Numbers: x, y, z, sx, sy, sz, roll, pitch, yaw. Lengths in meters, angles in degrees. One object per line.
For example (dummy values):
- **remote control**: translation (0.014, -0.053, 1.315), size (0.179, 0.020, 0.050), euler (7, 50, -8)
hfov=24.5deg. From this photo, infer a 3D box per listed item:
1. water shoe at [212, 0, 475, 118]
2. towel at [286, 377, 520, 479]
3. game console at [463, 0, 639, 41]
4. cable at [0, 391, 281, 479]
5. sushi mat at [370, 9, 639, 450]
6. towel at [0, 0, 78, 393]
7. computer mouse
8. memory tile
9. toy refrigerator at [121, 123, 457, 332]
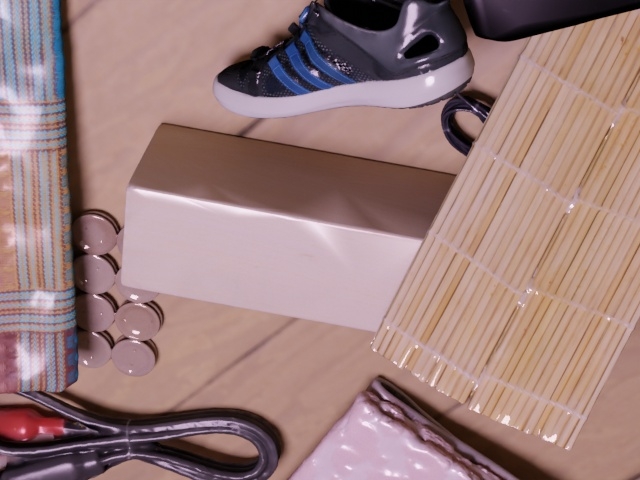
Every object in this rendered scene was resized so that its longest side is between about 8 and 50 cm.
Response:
- **water shoe**: translation (0.010, -0.132, 0.986), size (0.203, 0.073, 0.080), euler (-1, 116, 34)
- **towel**: translation (0.090, 0.311, 1.240), size (0.332, 0.053, 0.317), euler (36, 121, 1)
- **game console**: translation (0.147, -0.307, 0.874), size (0.213, 0.044, 0.361), euler (-13, 111, 15)
- **cable**: translation (-0.181, 0.164, 1.238), size (0.287, 0.072, 0.139), euler (-13, 101, 3)
- **sushi mat**: translation (0.166, -0.031, 0.965), size (0.151, 0.019, 0.317), euler (28, 94, 13)
- **towel**: translation (-0.315, -0.046, 1.054), size (0.271, 0.040, 0.370), euler (-5, 113, -11)
- **computer mouse**: translation (0.083, -0.132, 1.014), size (0.071, 0.041, 0.242), euler (-11, 129, 43)
- **memory tile**: translation (-0.180, 0.040, 1.172), size (0.113, 0.012, 0.148), euler (10, 121, 3)
- **toy refrigerator**: translation (0.000, 0.000, 1.066), size (0.269, 0.102, 0.094), euler (10, 122, 3)
